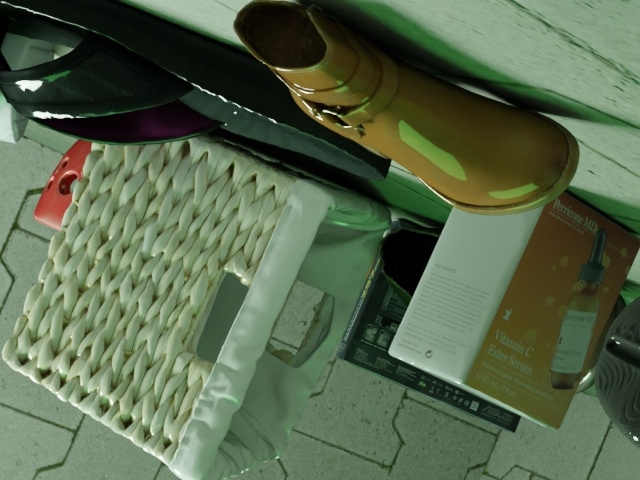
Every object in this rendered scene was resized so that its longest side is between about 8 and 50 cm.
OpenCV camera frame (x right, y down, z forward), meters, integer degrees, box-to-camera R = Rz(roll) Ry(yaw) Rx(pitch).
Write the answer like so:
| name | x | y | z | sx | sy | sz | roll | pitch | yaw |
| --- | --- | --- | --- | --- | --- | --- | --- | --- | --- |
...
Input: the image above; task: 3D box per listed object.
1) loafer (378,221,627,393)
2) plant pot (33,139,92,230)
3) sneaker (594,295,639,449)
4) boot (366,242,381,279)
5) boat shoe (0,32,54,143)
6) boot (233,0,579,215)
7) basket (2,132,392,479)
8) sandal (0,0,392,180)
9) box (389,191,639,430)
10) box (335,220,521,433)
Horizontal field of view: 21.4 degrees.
| name | x | y | z | sx | sy | sz | roll | pitch | yaw |
| --- | --- | --- | --- | --- | --- | --- | --- | --- | --- |
| loafer | 0.175 | 0.067 | 1.808 | 0.130 | 0.134 | 0.366 | 26 | 175 | -33 |
| plant pot | -0.253 | -0.068 | 2.198 | 0.191 | 0.174 | 0.191 | 23 | 175 | 2 |
| sneaker | 0.448 | 0.171 | 1.369 | 0.447 | 0.169 | 0.257 | 16 | 170 | 47 |
| boot | 0.000 | 0.001 | 2.331 | 0.211 | 0.104 | 0.295 | 19 | -178 | -12 |
| boat shoe | -0.339 | -0.170 | 1.703 | 0.119 | 0.121 | 0.335 | 20 | 179 | -9 |
| boot | 0.047 | -0.083 | 1.026 | 0.197 | 0.073 | 0.152 | 17 | 169 | 39 |
| basket | -0.126 | 0.053 | 1.828 | 0.266 | 0.328 | 0.331 | 25 | -176 | 12 |
| sandal | -0.155 | -0.123 | 1.377 | 0.445 | 0.107 | 0.167 | 22 | 176 | 20 |
| box | 0.156 | 0.045 | 1.350 | 0.130 | 0.170 | 0.091 | 27 | 176 | -40 |
| box | 0.159 | 0.103 | 2.029 | 0.232 | 0.183 | 0.059 | 23 | 177 | -9 |
